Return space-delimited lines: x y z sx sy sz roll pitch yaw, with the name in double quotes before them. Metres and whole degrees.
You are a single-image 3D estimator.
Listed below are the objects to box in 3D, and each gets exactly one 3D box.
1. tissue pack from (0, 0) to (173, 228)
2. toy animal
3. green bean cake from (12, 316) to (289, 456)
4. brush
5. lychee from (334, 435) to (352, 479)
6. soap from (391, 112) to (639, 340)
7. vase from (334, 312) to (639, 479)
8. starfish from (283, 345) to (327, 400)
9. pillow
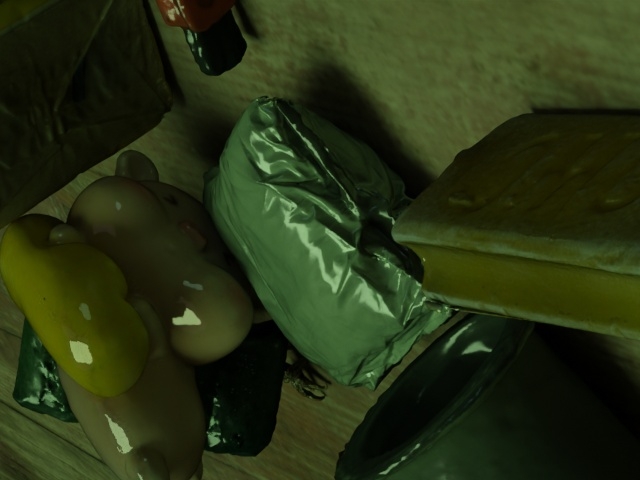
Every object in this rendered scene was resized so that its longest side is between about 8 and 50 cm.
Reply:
"tissue pack" -0.390 -0.200 1.745 0.382 0.293 0.228 27 143 39
"toy animal" -0.159 0.077 1.673 0.345 0.247 0.277 61 168 1
"green bean cake" -0.187 0.113 1.952 0.300 0.169 0.308 10 -168 -2
"brush" -0.141 -0.287 1.458 0.051 0.070 0.323 12 137 48
"lychee" 0.098 0.273 1.769 0.188 0.188 0.188 38 155 22
"soap" 0.195 -0.016 1.169 0.274 0.173 0.089 8 133 56
"vase" 0.193 0.228 1.492 0.291 0.245 0.245 47 157 -8
"starfish" -0.024 0.164 2.005 0.078 0.028 0.091 8 139 53
"pillow" 0.000 0.000 1.571 0.283 0.138 0.310 48 159 4
